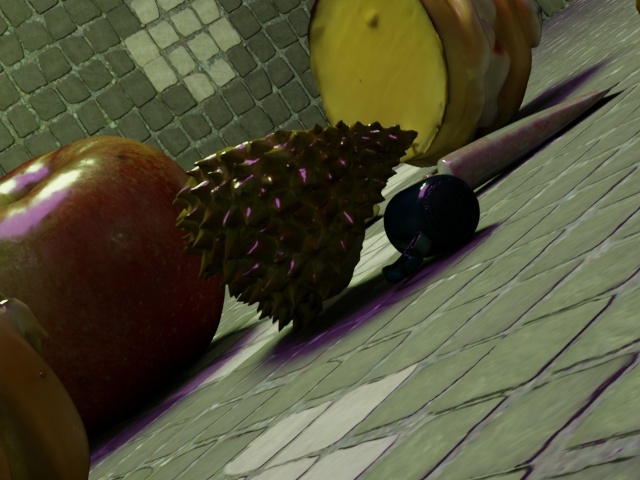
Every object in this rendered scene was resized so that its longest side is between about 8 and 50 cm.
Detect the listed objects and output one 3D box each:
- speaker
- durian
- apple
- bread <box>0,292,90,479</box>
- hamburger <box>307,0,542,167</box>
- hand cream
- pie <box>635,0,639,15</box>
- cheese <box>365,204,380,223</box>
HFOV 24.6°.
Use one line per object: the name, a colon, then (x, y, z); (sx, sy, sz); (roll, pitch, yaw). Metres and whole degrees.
speaker: (0.085, -0.004, 1.181); (0.075, 0.060, 0.094); (-26, 45, 63)
durian: (-0.032, -0.013, 1.302); (0.166, 0.172, 0.306); (-45, -13, -23)
apple: (-0.270, 0.055, 1.602); (0.349, 0.276, 0.348); (-24, 17, 8)
bread: (-0.327, 0.191, 1.120); (0.316, 0.211, 0.270); (-19, 24, 42)
hamburger: (0.147, -0.230, 1.831); (0.237, 0.276, 0.276); (-15, -9, -37)
hand cream: (0.195, -0.100, 1.428); (0.210, 0.043, 0.067); (-30, -1, -12)
pie: (0.432, -0.286, 1.466); (0.273, 0.069, 0.273); (-30, 6, 3)
cheese: (0.000, -0.001, 1.813); (0.162, 0.036, 0.086); (-35, 7, -5)
